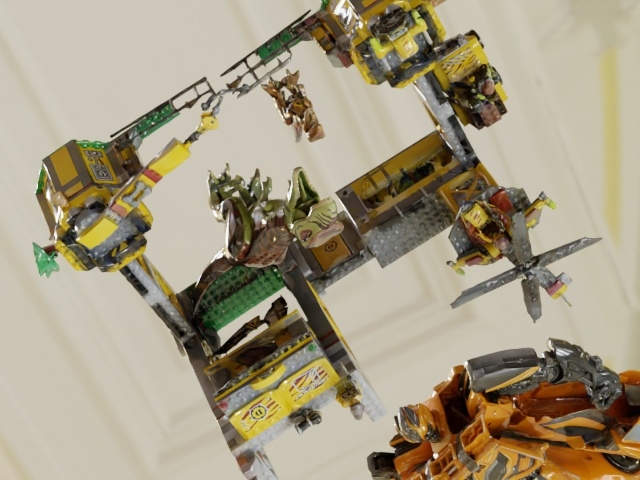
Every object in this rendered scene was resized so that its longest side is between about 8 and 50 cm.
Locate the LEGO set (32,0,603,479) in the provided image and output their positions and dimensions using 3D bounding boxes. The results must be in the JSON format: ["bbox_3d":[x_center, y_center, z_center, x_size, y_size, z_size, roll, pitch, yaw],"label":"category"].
[{"bbox_3d":[0.000,0.000,1.058,0.331,0.255,0.192,-27,-140,-4],"label":"LEGO set"}]

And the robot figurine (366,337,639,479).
[{"bbox_3d":[0.183,0.162,1.292,0.211,0.291,0.085,-50,-137,39],"label":"robot figurine"}]
